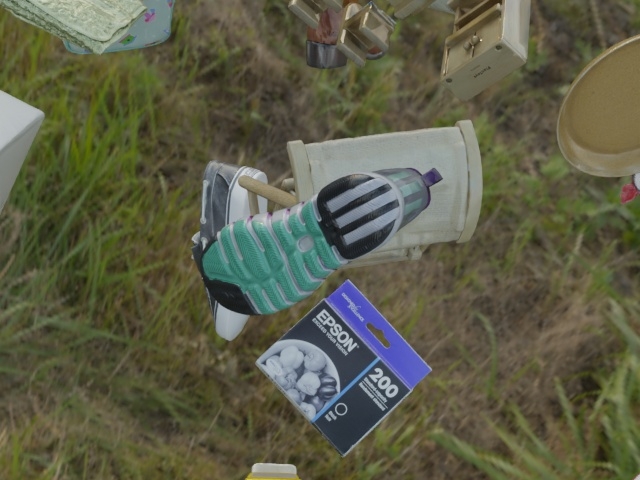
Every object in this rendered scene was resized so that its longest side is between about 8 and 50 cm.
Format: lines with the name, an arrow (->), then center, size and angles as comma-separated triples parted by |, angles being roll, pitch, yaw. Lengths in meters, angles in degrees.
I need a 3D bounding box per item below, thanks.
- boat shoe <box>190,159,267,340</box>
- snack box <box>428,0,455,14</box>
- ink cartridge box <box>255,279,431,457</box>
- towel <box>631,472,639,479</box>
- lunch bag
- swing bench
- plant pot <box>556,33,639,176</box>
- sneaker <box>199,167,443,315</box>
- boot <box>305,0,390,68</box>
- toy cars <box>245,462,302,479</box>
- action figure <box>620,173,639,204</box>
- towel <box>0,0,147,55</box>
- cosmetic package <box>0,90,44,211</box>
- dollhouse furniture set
boat shoe -> -0.152, 0.016, 1.848 | 0.102, 0.301, 0.108 | 18, 35, 19
snack box -> 0.125, -0.480, 1.943 | 0.187, 0.322, 0.060 | 23, 85, 33
ink cartridge box -> 0.040, 0.199, 1.885 | 0.208, 0.045, 0.206 | -43, 85, -13
towel -> 0.264, 0.319, 1.188 | 0.037, 0.329, 0.237 | 46, 37, 20
lunch bag -> -0.377, -0.454, 2.120 | 0.224, 0.279, 0.108 | -9, 64, -14
swing bench -> 0.052, -0.045, 1.570 | 0.253, 0.254, 0.165 | -8, 86, -21
plant pot -> 0.416, -0.182, 1.552 | 0.236, 0.236, 0.032 | 1, 42, -19
sneaker -> 0.000, 0.000, 0.974 | 0.098, 0.223, 0.083 | -22, 91, -49
boot -> 0.060, -0.483, 2.239 | 0.096, 0.280, 0.264 | 20, 26, 35
toy cars -> -0.003, 0.400, 1.731 | 0.393, 0.176, 0.087 | 35, 46, -42
action figure -> 0.508, -0.213, 1.693 | 0.275, 0.370, 0.248 | 33, 27, 14
towel -> -0.255, -0.243, 1.172 | 0.148, 0.027, 0.110 | 28, 40, 0
cosmetic package -> -0.659, -0.061, 1.737 | 0.329, 0.394, 0.327 | 26, 16, -8
dollhouse furniture set -> 0.126, -0.304, 1.364 | 0.242, 0.212, 0.161 | 37, 44, -26
